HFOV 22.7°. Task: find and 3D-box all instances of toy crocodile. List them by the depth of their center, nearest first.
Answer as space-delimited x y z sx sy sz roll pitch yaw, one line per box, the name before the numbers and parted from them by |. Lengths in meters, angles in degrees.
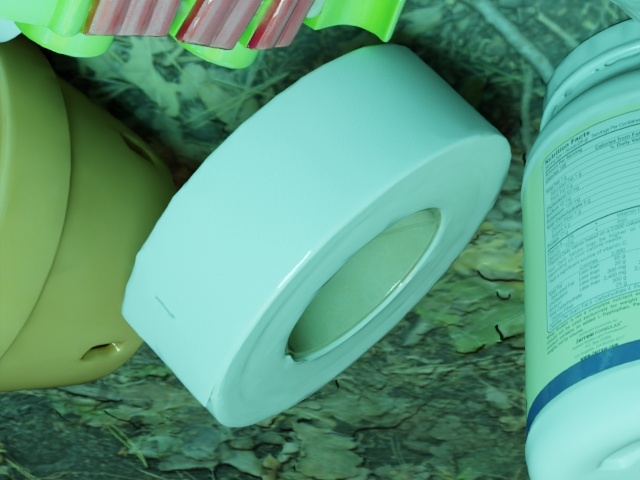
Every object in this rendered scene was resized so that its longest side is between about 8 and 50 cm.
toy crocodile | -0.082 -0.160 0.966 0.340 0.105 0.115 -4 132 -49

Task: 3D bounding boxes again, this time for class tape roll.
tape roll | 0.000 0.000 1.128 0.100 0.286 0.286 46 147 17

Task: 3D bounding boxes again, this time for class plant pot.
plant pot | -0.241 -0.007 1.161 0.291 0.291 0.203 -25 151 34

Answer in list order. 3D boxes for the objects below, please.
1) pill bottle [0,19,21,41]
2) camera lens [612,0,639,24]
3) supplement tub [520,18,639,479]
pill bottle | -0.272 -0.223 0.961 0.245 0.136 0.136 31 136 -32
camera lens | 0.262 -0.192 0.878 0.274 0.219 0.219 32 136 -32
supplement tub | 0.255 0.028 1.090 0.235 0.325 0.235 3 144 2
